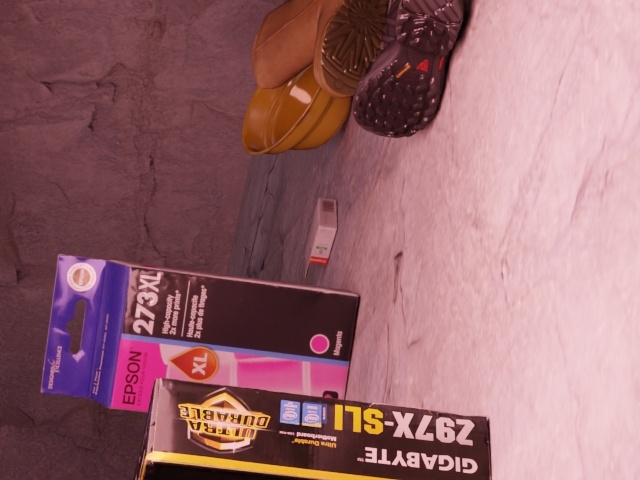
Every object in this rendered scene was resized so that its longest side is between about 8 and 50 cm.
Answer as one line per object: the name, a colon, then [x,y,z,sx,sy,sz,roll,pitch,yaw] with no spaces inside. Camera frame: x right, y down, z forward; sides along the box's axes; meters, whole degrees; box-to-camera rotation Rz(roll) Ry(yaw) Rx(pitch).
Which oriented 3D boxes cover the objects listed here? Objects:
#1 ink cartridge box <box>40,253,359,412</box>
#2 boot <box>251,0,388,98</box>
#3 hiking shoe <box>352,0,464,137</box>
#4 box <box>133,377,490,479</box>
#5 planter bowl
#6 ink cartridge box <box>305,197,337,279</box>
ink cartridge box: [-0.146,0.126,1.649,0.069,0.370,0.176,-161,79,-82]
boot: [-0.011,-0.261,1.855,0.269,0.089,0.236,-23,43,55]
hiking shoe: [0.099,-0.198,1.368,0.227,0.086,0.114,118,174,-51]
box: [-0.029,0.232,1.108,0.322,0.257,0.079,110,166,-53]
planter bowl: [-0.017,-0.202,1.992,0.217,0.090,0.217,-41,33,34]
ink cartridge box: [0.000,0.000,1.986,0.063,0.029,0.115,-90,11,-46]
